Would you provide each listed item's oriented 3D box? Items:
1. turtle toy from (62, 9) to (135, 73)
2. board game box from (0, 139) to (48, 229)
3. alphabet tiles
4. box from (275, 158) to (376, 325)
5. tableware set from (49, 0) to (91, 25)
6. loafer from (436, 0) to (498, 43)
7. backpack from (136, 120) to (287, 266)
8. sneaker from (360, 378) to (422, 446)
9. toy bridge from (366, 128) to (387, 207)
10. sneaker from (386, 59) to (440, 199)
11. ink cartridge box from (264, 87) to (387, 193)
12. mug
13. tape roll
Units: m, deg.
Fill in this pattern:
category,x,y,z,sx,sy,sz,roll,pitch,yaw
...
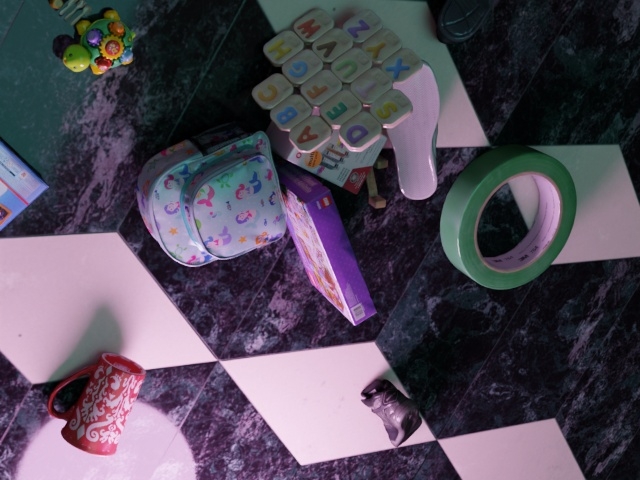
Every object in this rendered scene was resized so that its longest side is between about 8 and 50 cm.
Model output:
category,x,y,z,sx,sy,sz,roll,pitch,yaw
turtle toy,-0.366,-0.319,1.569,0.130,0.066,0.095,-26,121,-17
board game box,-0.588,-0.074,1.574,0.211,0.039,0.160,-44,124,-5
alphabet tiles,0.029,-0.290,1.687,0.278,0.284,0.021,-37,159,-9
box,0.000,0.000,1.826,0.057,0.201,0.293,-30,123,-13
tableware set,-0.388,-0.433,1.536,0.154,0.024,0.104,-45,121,-3
loafer,0.326,-0.510,1.860,0.109,0.095,0.302,40,85,-5
backpack,-0.194,-0.074,1.707,0.253,0.191,0.225,-20,121,-14
sneaker,0.162,0.390,2.166,0.087,0.130,0.227,-40,152,-13
toy bridge,0.109,-0.162,1.896,0.026,0.063,0.188,-12,118,-24
sneaker,0.178,-0.245,1.837,0.108,0.169,0.293,-1,128,4
ink cartridge box,0.005,-0.191,1.789,0.176,0.127,0.128,24,99,-33
mug,-0.421,0.304,1.790,0.150,0.113,0.169,22,96,-35
tape roll,0.421,-0.051,2.107,0.321,0.077,0.321,-12,116,-25
